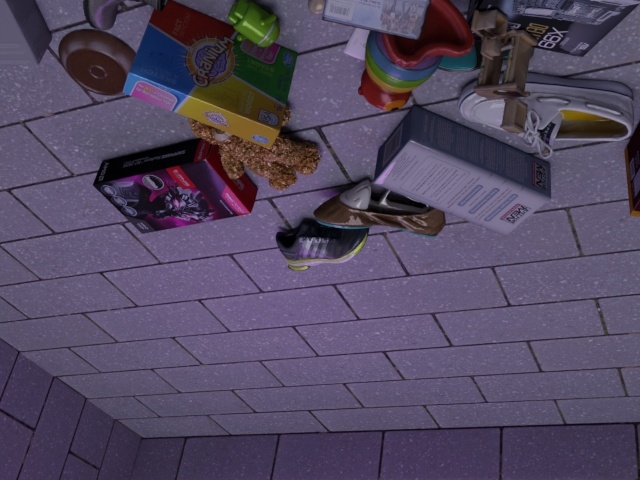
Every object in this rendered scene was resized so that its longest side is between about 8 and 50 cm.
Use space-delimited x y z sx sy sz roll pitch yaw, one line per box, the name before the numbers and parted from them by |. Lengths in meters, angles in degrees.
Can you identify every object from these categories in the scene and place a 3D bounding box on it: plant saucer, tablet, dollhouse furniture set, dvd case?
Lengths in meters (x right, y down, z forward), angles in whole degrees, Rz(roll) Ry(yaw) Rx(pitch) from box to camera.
plant saucer | -0.508 -0.396 1.861 0.199 0.036 0.198 6 145 4
tablet | 0.087 -0.415 1.708 0.054 0.006 0.083 18 145 -12
dollhouse furniture set | 0.307 -0.308 1.502 0.101 0.182 0.161 4 171 44
dvd case | 0.115 -0.476 1.378 0.180 0.022 0.253 11 126 -4

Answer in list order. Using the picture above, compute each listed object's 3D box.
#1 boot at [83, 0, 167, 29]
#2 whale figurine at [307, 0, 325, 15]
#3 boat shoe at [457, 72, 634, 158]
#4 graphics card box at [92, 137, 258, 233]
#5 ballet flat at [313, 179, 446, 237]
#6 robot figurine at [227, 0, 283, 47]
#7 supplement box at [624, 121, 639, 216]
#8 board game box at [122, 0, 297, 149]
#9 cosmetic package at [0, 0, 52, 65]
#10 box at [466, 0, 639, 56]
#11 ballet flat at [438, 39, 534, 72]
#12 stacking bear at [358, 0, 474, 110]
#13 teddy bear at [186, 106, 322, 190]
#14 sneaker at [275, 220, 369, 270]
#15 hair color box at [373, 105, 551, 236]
boot | -0.383 -0.492 1.619 0.161 0.083 0.246 26 143 2
whale figurine | 0.020 -0.517 1.464 0.272 0.141 0.216 16 126 0
boat shoe | 0.474 -0.250 1.714 0.367 0.156 0.136 5 145 6
graphics card box | -0.383 -0.141 2.147 0.371 0.094 0.233 -8 142 25
ballet flat | 0.157 -0.090 2.085 0.342 0.116 0.124 8 125 2
robot figurine | -0.133 -0.444 1.668 0.115 0.067 0.101 32 150 -29
supplement box | 0.748 -0.176 1.722 0.129 0.191 0.194 8 146 3
board game box | -0.219 -0.348 1.677 0.316 0.242 0.064 19 143 -14
cosmetic package | -0.681 -0.489 1.717 0.127 0.107 0.238 4 142 8
box | 0.408 -0.431 1.434 0.242 0.076 0.307 11 173 -2
ballet flat | 0.329 -0.376 1.655 0.213 0.072 0.068 -3 174 22
stacking bear | 0.160 -0.361 1.631 0.175 0.164 0.289 -15 165 -18
teddy bear | -0.154 -0.230 1.946 0.245 0.113 0.338 -12 140 25
sneaker | 0.000 0.000 2.245 0.300 0.111 0.121 -18 133 32
hair color box | 0.337 -0.158 1.922 0.374 0.113 0.185 21 144 -14
